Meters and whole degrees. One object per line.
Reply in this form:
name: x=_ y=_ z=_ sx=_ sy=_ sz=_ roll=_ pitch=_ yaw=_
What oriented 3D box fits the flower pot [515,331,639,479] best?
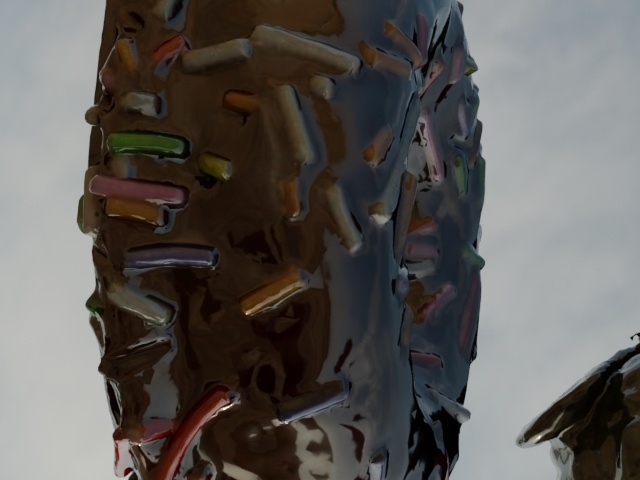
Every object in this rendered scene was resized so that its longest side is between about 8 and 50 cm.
flower pot: x=0.293 y=0.150 z=0.929 sx=0.301 sy=0.302 sz=0.213 roll=-20 pitch=-155 yaw=46

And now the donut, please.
donut: x=0.000 y=0.000 z=0.451 sx=0.089 sy=0.235 sz=0.235 roll=2 pitch=-105 yaw=15
